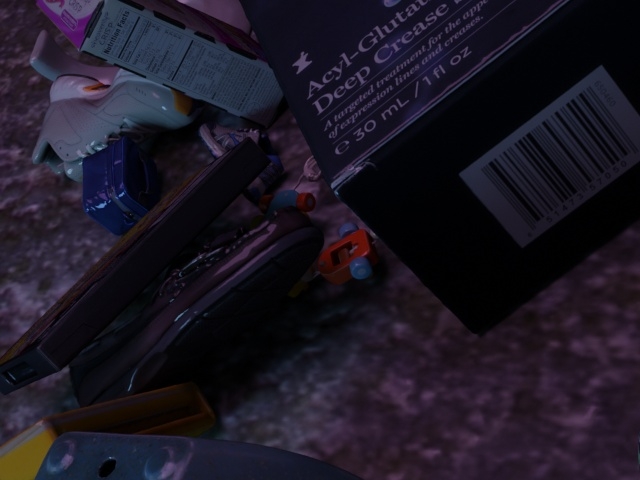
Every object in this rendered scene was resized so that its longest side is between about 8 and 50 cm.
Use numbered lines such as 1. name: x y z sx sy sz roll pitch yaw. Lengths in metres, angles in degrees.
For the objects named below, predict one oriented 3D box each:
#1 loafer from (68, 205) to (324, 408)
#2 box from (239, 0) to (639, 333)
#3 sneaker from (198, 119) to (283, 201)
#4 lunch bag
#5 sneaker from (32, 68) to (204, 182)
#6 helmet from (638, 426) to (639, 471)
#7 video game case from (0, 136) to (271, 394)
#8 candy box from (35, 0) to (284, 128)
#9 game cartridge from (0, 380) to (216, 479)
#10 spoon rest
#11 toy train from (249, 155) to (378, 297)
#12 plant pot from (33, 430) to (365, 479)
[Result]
1. loafer: -0.125 0.058 1.373 0.302 0.109 0.095 -44 69 27
2. box: 0.129 -0.173 1.322 0.293 0.212 0.395 -38 35 10
3. sneaker: -0.077 -0.089 1.589 0.058 0.052 0.135 -36 43 -5
4. lunch bag: -0.209 -0.058 1.659 0.065 0.067 0.098 -28 48 22
5. sneaker: -0.229 -0.119 1.737 0.262 0.099 0.121 -1 63 52
6. helmet: 0.270 0.122 0.931 0.161 0.169 0.169 29 77 37
7. video game case: -0.184 0.029 1.452 0.275 0.035 0.248 -47 9 -22
8. candy box: -0.161 -0.208 1.619 0.071 0.233 0.159 -61 34 11
9. game cartridge: -0.270 0.231 1.296 0.324 0.285 0.052 -36 80 16
10. spoon rest: -0.202 -0.224 1.831 0.276 0.084 0.137 -5 51 24
11. toy train: 0.000 0.000 1.422 0.125 0.046 0.166 -35 40 12
12. plant pot: -0.087 0.256 1.072 0.247 0.252 0.247 -3 53 42
